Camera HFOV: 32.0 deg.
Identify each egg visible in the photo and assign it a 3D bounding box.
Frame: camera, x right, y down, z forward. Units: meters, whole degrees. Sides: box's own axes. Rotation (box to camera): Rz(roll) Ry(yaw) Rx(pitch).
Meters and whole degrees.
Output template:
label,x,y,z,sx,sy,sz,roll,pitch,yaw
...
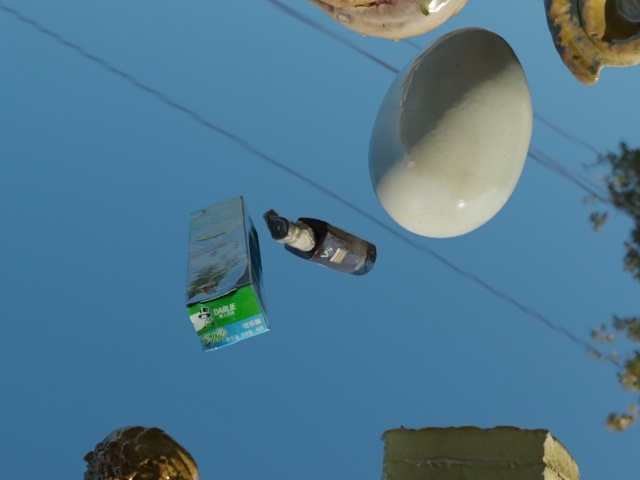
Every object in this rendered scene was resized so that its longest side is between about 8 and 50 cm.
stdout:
label,x,y,z,sx,sy,sz,roll,pitch,yaw
egg,0.127,-0.105,1.079,0.151,0.209,0.151,19,175,2

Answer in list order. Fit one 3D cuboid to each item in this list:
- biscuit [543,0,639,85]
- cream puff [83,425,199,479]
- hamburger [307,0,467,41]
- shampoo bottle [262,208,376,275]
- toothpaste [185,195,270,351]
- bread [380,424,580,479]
label,x,y,z,sx,sy,sz,roll,pitch,yaw
biscuit,0.377,-0.323,1.377,0.091,0.274,0.213,-24,-98,-35
cream puff,-0.203,0.284,1.262,0.103,0.126,0.144,-68,-40,-58
hamburger,0.050,-0.305,0.896,0.146,0.243,0.286,19,-111,-60
shampoo bottle,0.000,0.001,1.473,0.063,0.057,0.207,26,-177,34
toothpaste,-0.093,0.025,1.084,0.065,0.050,0.267,-20,-160,2
bread,0.226,0.330,1.552,0.246,0.239,0.111,42,-131,-57
